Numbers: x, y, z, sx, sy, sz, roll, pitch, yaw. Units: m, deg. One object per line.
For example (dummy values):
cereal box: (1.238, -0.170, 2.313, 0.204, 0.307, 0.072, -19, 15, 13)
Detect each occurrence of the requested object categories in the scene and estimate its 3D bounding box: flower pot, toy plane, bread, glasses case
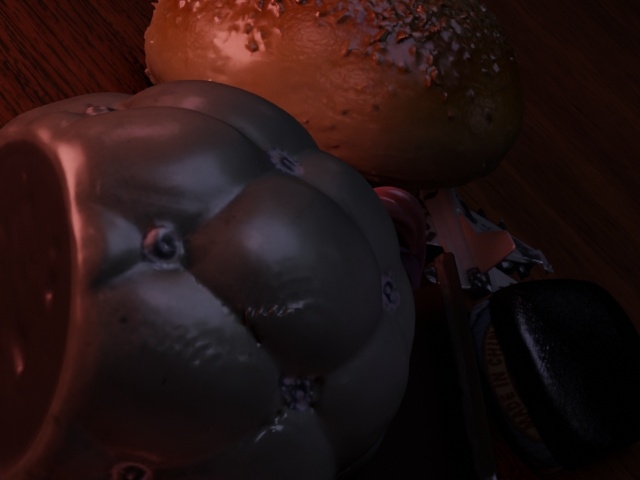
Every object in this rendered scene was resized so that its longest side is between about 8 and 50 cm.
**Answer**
flower pot: (0.054, 0.134, 0.809, 0.084, 0.179, 0.251, -7, 37, 3)
toy plane: (0.102, -0.013, 1.142, 0.160, 0.082, 0.234, 11, 22, -20)
bread: (0.013, -0.148, 1.087, 0.306, 0.158, 0.305, 13, 17, -4)
glasses case: (0.176, 0.092, 0.983, 0.122, 0.082, 0.321, 65, 19, 12)
flower pot: (-0.072, 0.042, 0.715, 0.195, 0.246, 0.246, 8, 40, -36)

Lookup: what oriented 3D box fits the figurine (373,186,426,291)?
figurine: (0.001, -0.001, 0.974, 0.157, 0.126, 0.114, 48, -8, 17)
